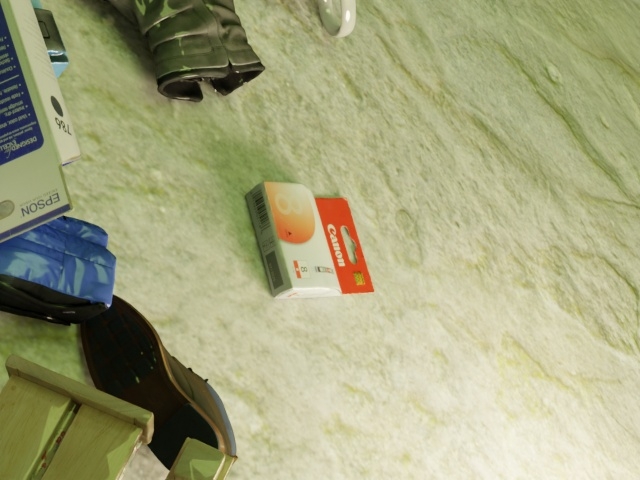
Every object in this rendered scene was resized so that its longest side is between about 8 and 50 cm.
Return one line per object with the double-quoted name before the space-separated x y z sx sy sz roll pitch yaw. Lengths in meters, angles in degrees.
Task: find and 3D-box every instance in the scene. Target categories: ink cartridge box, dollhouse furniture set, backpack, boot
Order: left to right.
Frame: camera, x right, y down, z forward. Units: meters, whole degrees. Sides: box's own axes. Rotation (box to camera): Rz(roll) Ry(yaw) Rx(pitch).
"ink cartridge box" -0.334 -0.141 0.877 0.065 0.165 0.332 40 30 -75
"backpack" -0.268 0.023 0.891 0.120 0.098 0.101 17 59 -33
"dollhouse furniture set" -0.241 0.294 0.802 0.356 0.173 0.303 23 60 5
"boot" -0.213 -0.279 1.118 0.338 0.118 0.222 -11 80 -42
"boot" -0.162 0.152 0.951 0.219 0.082 0.106 53 0 21
"ink cartridge box" 0.000 0.000 1.201 0.179 0.045 0.145 -1 68 -41

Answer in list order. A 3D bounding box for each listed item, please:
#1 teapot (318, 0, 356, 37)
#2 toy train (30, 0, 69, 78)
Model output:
"teapot" -0.006 -0.469 1.381 0.253 0.187 0.256 30 73 -3
"toy train" -0.331 -0.231 0.976 0.080 0.105 0.184 -10 74 -46
